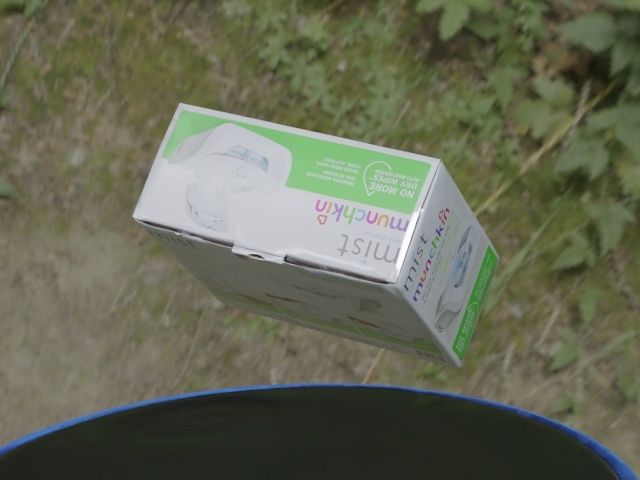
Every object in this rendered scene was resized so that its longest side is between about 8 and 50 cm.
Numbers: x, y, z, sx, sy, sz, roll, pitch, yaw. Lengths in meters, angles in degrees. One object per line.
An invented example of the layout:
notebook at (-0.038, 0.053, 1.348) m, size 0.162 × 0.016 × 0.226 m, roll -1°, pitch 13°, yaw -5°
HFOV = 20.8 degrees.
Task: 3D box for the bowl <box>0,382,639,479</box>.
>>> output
bowl at (-0.018, 0.161, 0.866) m, size 0.391 × 0.391 × 0.077 m, roll -7°, pitch 105°, yaw -18°

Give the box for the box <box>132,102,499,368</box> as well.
box at (0.000, 0.000, 1.578) m, size 0.262 × 0.231 × 0.127 m, roll 14°, pitch 73°, yaw 25°
